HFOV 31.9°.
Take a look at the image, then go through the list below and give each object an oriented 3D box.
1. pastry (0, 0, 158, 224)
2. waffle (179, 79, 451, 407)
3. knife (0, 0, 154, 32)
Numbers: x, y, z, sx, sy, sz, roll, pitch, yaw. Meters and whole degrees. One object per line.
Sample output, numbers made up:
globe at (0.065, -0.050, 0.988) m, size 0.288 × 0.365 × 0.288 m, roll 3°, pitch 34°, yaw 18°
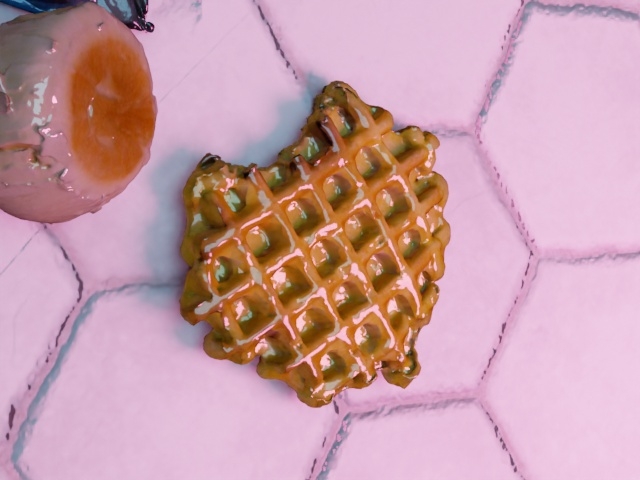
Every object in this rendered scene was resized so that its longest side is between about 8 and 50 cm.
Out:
pastry at (-0.186, -0.091, 0.804) m, size 0.166 × 0.088 × 0.165 m, roll -15°, pitch 107°, yaw -62°
waffle at (0.001, 0.000, 0.949) m, size 0.291 × 0.051 × 0.291 m, roll 0°, pitch 90°, yaw -31°
knife at (-0.261, -0.194, 0.826) m, size 0.297 × 0.026 × 0.044 m, roll 3°, pitch 100°, yaw -28°
